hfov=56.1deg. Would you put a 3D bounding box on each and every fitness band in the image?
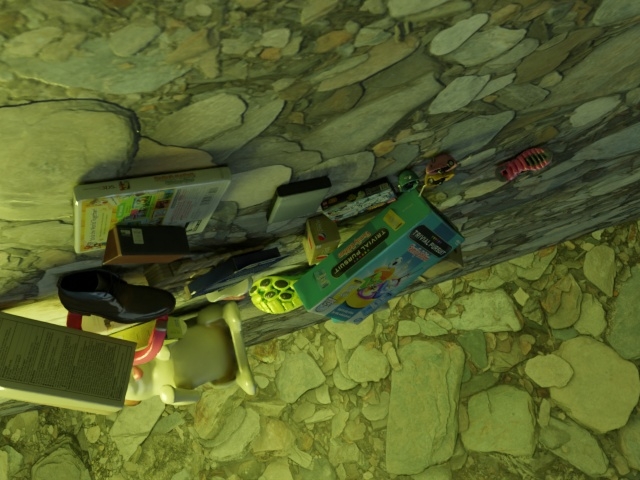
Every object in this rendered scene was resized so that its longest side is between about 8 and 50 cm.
[{"bbox_3d":[-0.446,0.194,1.315,0.208,0.054,0.291,11,141,-17],"label":"fitness band"}]

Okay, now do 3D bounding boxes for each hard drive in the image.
[{"bbox_3d":[-0.041,-0.069,1.051,0.094,0.022,0.135,-13,167,-16],"label":"hard drive"}]

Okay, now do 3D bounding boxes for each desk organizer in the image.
[{"bbox_3d":[-0.267,0.008,0.915,0.050,0.047,0.130,-22,167,33],"label":"desk organizer"}]

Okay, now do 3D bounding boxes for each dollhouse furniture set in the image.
[{"bbox_3d":[0.272,0.004,1.604,0.129,0.129,0.183,-26,140,37],"label":"dollhouse furniture set"}]

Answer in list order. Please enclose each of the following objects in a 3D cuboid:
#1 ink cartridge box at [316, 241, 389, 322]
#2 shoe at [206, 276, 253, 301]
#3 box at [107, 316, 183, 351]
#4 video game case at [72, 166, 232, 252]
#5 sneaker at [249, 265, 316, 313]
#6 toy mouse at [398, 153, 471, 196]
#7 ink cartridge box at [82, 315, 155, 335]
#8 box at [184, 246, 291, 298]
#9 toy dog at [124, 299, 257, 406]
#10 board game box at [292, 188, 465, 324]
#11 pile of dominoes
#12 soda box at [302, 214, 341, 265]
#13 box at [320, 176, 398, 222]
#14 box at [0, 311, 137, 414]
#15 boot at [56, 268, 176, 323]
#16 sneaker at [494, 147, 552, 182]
[{"bbox_3d":[0.079,0.104,1.550,0.139,0.191,0.082,-22,165,19],"label":"ink cartridge box"},{"bbox_3d":[-0.210,0.114,1.521,0.081,0.064,0.178,-5,168,-46],"label":"shoe"},{"bbox_3d":[-0.463,0.250,1.478,0.232,0.058,0.087,-20,167,11],"label":"box"},{"bbox_3d":[-0.255,-0.042,0.886,0.206,0.026,0.227,-11,167,-25],"label":"video game case"},{"bbox_3d":[-0.053,0.136,1.690,0.295,0.110,0.123,-13,175,8],"label":"sneaker"},{"bbox_3d":[0.191,-0.125,1.095,0.143,0.031,0.161,-5,162,-43],"label":"toy mouse"},{"bbox_3d":[-0.500,0.194,1.469,0.181,0.062,0.104,-13,167,-17],"label":"ink cartridge box"},{"bbox_3d":[-0.181,0.065,1.318,0.225,0.037,0.136,-27,172,39],"label":"box"},{"bbox_3d":[-0.442,0.331,1.775,0.407,0.285,0.395,-13,-163,-20],"label":"toy dog"},{"bbox_3d":[0.138,0.048,1.342,0.336,0.079,0.253,-40,152,14],"label":"board game box"},{"bbox_3d":[-0.250,0.047,1.288,0.196,0.040,0.251,-29,171,40],"label":"pile of dominoes"},{"bbox_3d":[0.000,0.000,1.302,0.058,0.061,0.181,-15,167,-9],"label":"soda box"},{"bbox_3d":[0.076,-0.076,1.157,0.136,0.027,0.094,-19,165,11],"label":"box"},{"bbox_3d":[-0.551,0.251,1.214,0.311,0.148,0.121,21,149,-26],"label":"box"},{"bbox_3d":[-0.390,0.106,1.142,0.219,0.082,0.106,2,157,-8],"label":"boot"},{"bbox_3d":[0.420,-0.160,1.237,0.119,0.047,0.057,-21,-178,34],"label":"sneaker"}]
